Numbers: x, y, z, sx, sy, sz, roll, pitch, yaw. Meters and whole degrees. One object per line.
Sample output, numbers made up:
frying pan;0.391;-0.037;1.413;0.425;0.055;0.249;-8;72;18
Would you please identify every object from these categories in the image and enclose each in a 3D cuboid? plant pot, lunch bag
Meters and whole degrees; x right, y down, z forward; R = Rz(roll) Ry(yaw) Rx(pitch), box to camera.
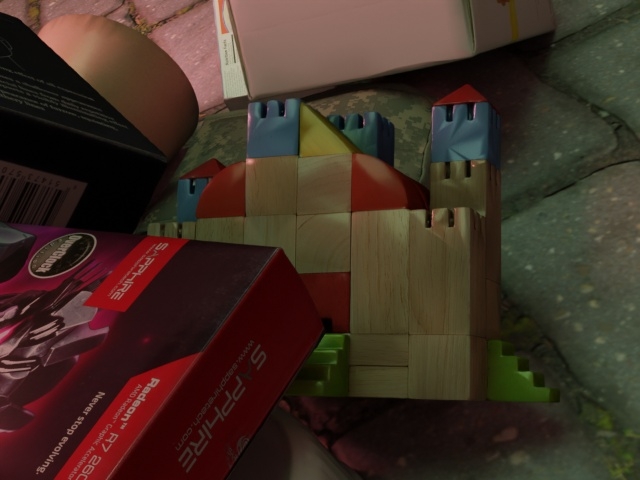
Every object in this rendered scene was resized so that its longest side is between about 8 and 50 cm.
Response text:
plant pot;-0.335;-0.120;1.359;0.256;0.256;0.274;-4;47;32
lunch bag;-0.007;-0.042;1.056;0.287;0.169;0.235;-10;34;23

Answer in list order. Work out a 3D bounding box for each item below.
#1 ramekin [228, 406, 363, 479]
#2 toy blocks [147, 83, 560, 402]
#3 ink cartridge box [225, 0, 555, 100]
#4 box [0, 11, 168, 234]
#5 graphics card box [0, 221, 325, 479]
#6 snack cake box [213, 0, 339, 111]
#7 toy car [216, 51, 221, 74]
ramekin;-0.090;0.239;0.762;0.273;0.127;0.273;-19;34;13
toy blocks;0.000;0.000;0.842;0.381;0.191;0.260;-2;81;24
ink cartridge box;0.097;-0.286;1.202;0.279;0.160;0.385;-7;11;27
box;-0.403;-0.118;1.035;0.395;0.293;0.212;42;108;40
graphics card box;-0.212;0.095;0.732;0.371;0.094;0.233;5;44;34
snack cake box;-0.067;-0.305;1.419;0.152;0.089;0.264;-12;66;10
toy car;-0.086;-0.335;1.559;0.159;0.136;0.182;-7;38;28
